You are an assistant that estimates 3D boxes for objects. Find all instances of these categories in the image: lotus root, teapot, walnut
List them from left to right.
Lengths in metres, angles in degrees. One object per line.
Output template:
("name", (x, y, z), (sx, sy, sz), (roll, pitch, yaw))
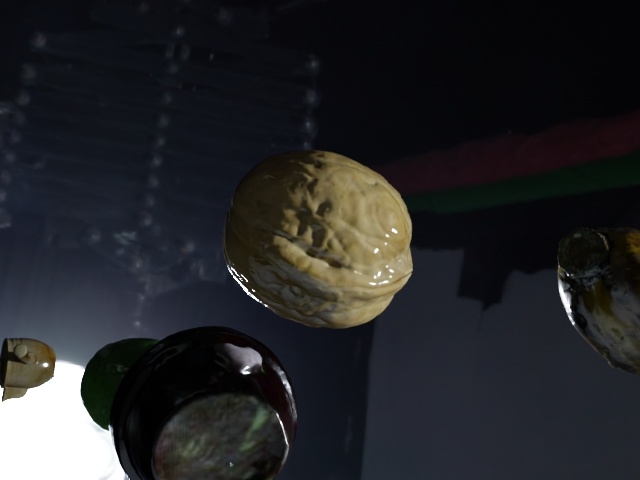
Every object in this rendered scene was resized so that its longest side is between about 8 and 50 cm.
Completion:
("teapot", (-0.377, 0.162, 1.046), (0.080, 0.084, 0.110), (6, -22, -28))
("walnut", (0.000, -0.001, 1.327), (0.313, 0.277, 0.252), (19, -2, -5))
("lotus root", (0.305, 0.061, 0.783), (0.209, 0.120, 0.120), (43, -33, -22))

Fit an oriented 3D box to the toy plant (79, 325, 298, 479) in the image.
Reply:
("toy plant", (-0.124, 0.166, 0.807), (0.218, 0.175, 0.235), (8, 3, -16))
